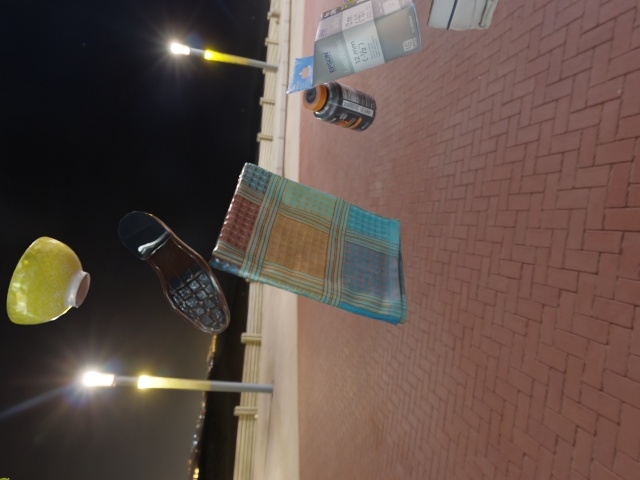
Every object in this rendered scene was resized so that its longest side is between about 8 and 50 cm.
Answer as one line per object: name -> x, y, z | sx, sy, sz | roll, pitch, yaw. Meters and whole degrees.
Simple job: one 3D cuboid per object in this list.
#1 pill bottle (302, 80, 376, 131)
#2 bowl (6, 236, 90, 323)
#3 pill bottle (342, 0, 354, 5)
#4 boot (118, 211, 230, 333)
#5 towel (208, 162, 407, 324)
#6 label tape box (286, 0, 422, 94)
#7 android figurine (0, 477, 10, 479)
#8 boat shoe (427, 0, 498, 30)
pill bottle -> 0.059, -0.444, 1.358 | 0.130, 0.246, 0.130 | -3, 86, 48
bowl -> -0.860, 0.145, 1.360 | 0.289, 0.156, 0.289 | -165, 90, -79
pill bottle -> 0.115, -0.754, 1.340 | 0.043, 0.083, 0.043 | -55, -16, -24
boot -> -0.214, 0.046, 0.655 | 0.219, 0.082, 0.106 | 53, 175, -5
towel -> 0.000, 0.000, 0.806 | 0.040, 0.370, 0.271 | 124, 160, -44
label tape box -> 0.067, -0.521, 1.066 | 0.249, 0.348, 0.115 | -85, -22, -48
android figurine -> -0.280, 0.289, 0.239 | 0.273, 0.056, 0.248 | -70, -19, -61
boat shoe -> 0.163, -0.290, 0.370 | 0.258, 0.084, 0.095 | 59, -137, -83
